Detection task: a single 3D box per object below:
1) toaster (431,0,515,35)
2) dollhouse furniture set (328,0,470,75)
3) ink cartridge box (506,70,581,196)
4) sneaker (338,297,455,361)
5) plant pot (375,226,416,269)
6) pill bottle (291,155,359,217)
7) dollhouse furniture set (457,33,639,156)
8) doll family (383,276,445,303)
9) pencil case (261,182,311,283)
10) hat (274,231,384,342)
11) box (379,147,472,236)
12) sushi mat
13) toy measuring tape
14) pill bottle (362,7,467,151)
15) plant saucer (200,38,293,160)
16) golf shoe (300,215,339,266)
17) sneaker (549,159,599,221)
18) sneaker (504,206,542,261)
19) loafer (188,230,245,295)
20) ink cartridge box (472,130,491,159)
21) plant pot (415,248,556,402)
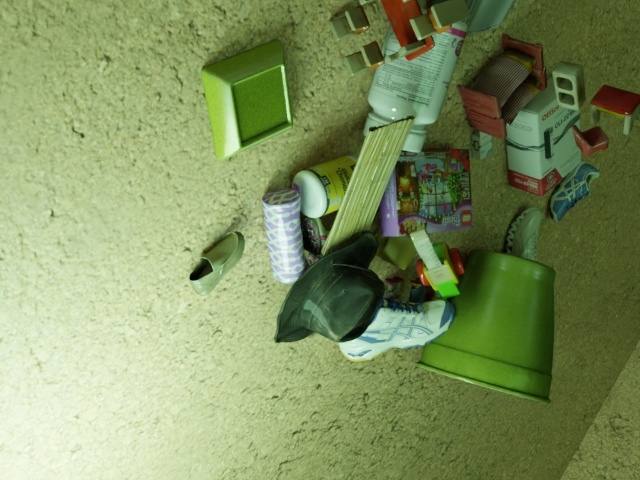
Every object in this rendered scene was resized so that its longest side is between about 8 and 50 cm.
[{"bbox_3d":[0.338,-0.539,1.766,0.227,0.129,0.146,-24,150,-34],"label":"toaster"},{"bbox_3d":[0.140,-0.473,1.543,0.135,0.262,0.259,-28,97,-36],"label":"dollhouse furniture set"},{"bbox_3d":[0.607,-0.291,2.206,0.197,0.114,0.273,-38,132,-26],"label":"ink cartridge box"},{"bbox_3d":[0.181,0.190,1.952,0.296,0.112,0.131,-19,116,-6],"label":"sneaker"},{"bbox_3d":[0.170,0.010,1.942,0.083,0.081,0.081,29,88,-42],"label":"plant pot"},{"bbox_3d":[0.037,-0.121,1.713,0.184,0.103,0.103,-24,126,-37],"label":"pill bottle"},{"bbox_3d":[0.545,-0.334,1.927,0.201,0.374,0.152,-50,142,-17],"label":"dollhouse furniture set"},{"bbox_3d":[0.260,0.175,2.085,0.263,0.118,0.163,-10,115,-41],"label":"doll family"},{"bbox_3d":[-0.067,-0.009,1.677,0.088,0.086,0.206,-25,127,-26],"label":"pencil case"},{"bbox_3d":[0.051,0.145,1.786,0.331,0.134,0.331,-41,158,-20],"label":"hat"},{"bbox_3d":[0.253,-0.118,1.927,0.293,0.057,0.201,-6,95,-44],"label":"box"},{"bbox_3d":[0.097,-0.113,1.674,0.151,0.019,0.316,-20,141,-44],"label":"sushi mat"},{"bbox_3d":[0.270,0.031,1.937,0.121,0.121,0.330,-53,143,-12],"label":"toy measuring tape"},{"bbox_3d":[0.193,-0.341,1.714,0.160,0.160,0.283,0,113,-46],"label":"pill bottle"},{"bbox_3d":[-0.122,-0.259,1.522,0.188,0.045,0.188,-31,130,-32],"label":"plant saucer"},{"bbox_3d":[0.000,0.000,1.771,0.086,0.067,0.186,-46,146,-26],"label":"golf shoe"},{"bbox_3d":[0.773,-0.149,2.478,0.080,0.081,0.211,32,88,-51],"label":"sneaker"},{"bbox_3d":[0.595,0.046,2.370,0.110,0.118,0.292,15,97,-47],"label":"sneaker"},{"bbox_3d":[-0.203,0.041,1.586,0.148,0.056,0.050,-57,145,-8],"label":"loafer"},{"bbox_3d":[0.417,-0.257,2.092,0.048,0.028,0.083,-32,131,-31],"label":"ink cartridge box"},{"bbox_3d":[0.483,0.219,2.201,0.366,0.366,0.353,22,82,-49],"label":"plant pot"}]
